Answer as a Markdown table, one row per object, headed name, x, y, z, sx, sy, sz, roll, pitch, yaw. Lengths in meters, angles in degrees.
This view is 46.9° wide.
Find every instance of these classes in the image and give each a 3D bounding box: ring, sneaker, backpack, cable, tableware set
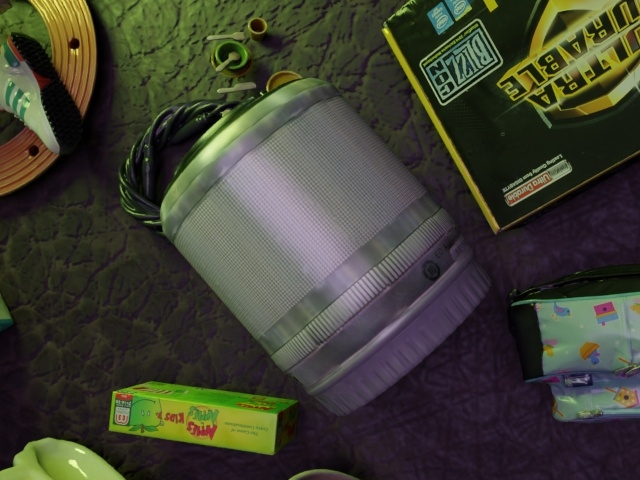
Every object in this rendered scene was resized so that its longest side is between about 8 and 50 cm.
| name | x | y | z | sx | sy | sz | roll | pitch | yaw |
| --- | --- | --- | --- | --- | --- | --- | --- | --- | --- |
| ring | -0.430 | -0.214 | 0.931 | 0.336 | 0.032 | 0.337 | -1 | 85 | 11 |
| sneaker | -0.341 | -0.161 | 0.870 | 0.075 | 0.057 | 0.161 | -32 | 81 | 25 |
| backpack | 0.286 | 0.089 | 0.671 | 0.188 | 0.166 | 0.144 | -18 | 79 | 26 |
| cable | -0.148 | -0.089 | 0.858 | 0.150 | 0.047 | 0.184 | 39 | 90 | 20 |
| tableware set | -0.066 | -0.182 | 0.837 | 0.104 | 0.024 | 0.154 | -10 | 72 | -13 |

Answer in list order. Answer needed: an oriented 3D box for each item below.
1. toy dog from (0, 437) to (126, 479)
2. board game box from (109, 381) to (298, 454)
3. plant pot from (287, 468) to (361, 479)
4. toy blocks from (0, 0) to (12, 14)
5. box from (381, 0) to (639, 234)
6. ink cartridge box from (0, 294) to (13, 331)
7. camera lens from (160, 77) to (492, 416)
| name | x | y | z | sx | sy | sz | roll | pitch | yaw |
| --- | --- | --- | --- | --- | --- | --- | --- | --- | --- |
| toy dog | -0.298 | 0.464 | 0.735 | 0.395 | 0.284 | 0.408 | 20 | 101 | 20 |
| board game box | -0.123 | 0.190 | 0.801 | 0.181 | 0.092 | 0.043 | 5 | 88 | 12 |
| plant pot | -0.034 | 0.408 | 0.707 | 0.256 | 0.256 | 0.274 | 48 | 112 | 11 |
| toy blocks | -0.460 | -0.246 | 0.834 | 0.288 | 0.309 | 0.260 | -15 | 111 | 22 |
| box | 0.247 | -0.193 | 0.697 | 0.322 | 0.079 | 0.257 | -33 | 77 | 35 |
| ink cartridge box | -0.528 | 0.088 | 0.855 | 0.232 | 0.171 | 0.168 | -32 | 80 | 8 |
| camera lens | 0.000 | 0.000 | 0.716 | 0.219 | 0.219 | 0.274 | -42 | 87 | 6 |
